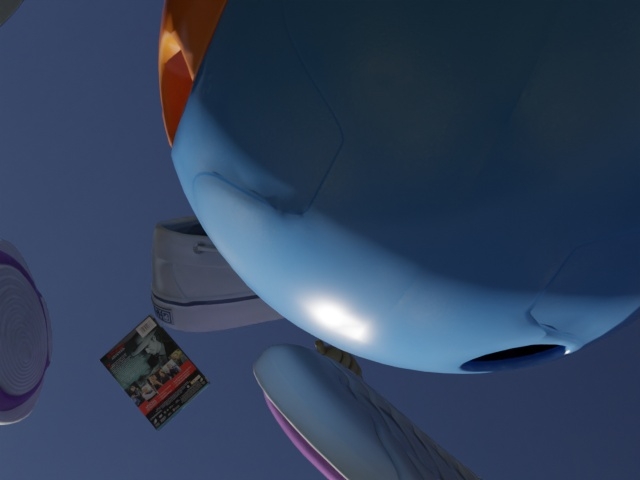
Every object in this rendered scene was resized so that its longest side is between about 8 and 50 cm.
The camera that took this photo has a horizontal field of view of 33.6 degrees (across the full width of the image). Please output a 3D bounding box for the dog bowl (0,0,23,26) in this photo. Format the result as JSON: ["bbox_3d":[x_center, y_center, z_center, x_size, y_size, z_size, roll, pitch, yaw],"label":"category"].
[{"bbox_3d":[-0.336,-0.263,0.780,0.104,0.265,0.264,7,-122,40],"label":"dog bowl"}]

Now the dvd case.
[{"bbox_3d":[-0.204,0.161,1.302,0.087,0.013,0.119,-43,-109,-5],"label":"dvd case"}]

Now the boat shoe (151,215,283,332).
[{"bbox_3d":[0.000,0.000,0.787,0.258,0.084,0.095,-14,-154,-27],"label":"boat shoe"}]

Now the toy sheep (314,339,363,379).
[{"bbox_3d":[0.015,0.191,1.475,0.091,0.132,0.091,-11,-143,9],"label":"toy sheep"}]

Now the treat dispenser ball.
[{"bbox_3d":[0.067,-0.080,0.511,0.288,0.288,0.288,-11,-128,15],"label":"treat dispenser ball"}]

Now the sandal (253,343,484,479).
[{"bbox_3d":[0.089,0.216,0.701,0.102,0.416,0.169,-47,-147,1],"label":"sandal"}]

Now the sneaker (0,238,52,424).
[{"bbox_3d":[-0.261,0.059,0.585,0.152,0.305,0.114,-4,-89,16],"label":"sneaker"}]
